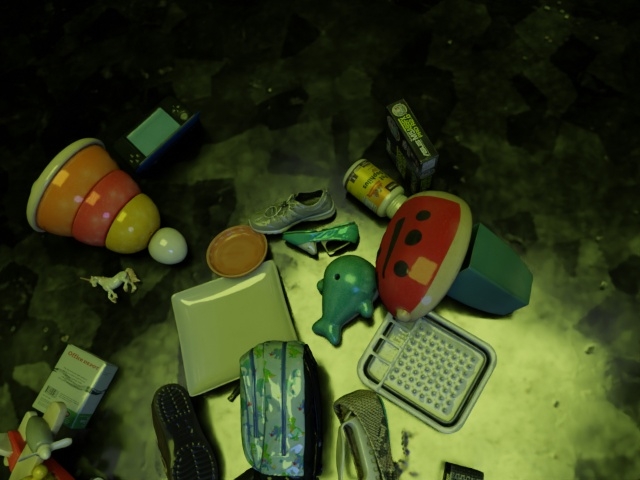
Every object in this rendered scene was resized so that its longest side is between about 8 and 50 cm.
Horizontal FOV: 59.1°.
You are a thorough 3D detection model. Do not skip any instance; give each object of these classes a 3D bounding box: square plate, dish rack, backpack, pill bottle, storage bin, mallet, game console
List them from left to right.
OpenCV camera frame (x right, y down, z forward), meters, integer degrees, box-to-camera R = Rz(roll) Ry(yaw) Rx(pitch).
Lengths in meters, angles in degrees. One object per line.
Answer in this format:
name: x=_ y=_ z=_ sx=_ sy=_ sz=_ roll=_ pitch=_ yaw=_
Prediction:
game console: x=-0.569 y=-0.377 z=1.938 sx=0.250 sy=0.173 sz=0.293 roll=42 pitch=80 yaw=18
square plate: x=-0.260 y=0.262 z=1.717 sx=0.348 sy=0.049 sz=0.343 roll=-20 pitch=60 yaw=0
mallet: x=-0.219 y=0.399 z=1.698 sx=0.190 sy=0.039 sz=0.062 roll=-44 pitch=69 yaw=-4
backpack: x=-0.100 y=0.442 z=1.494 sx=0.274 sy=0.290 sz=0.355 roll=11 pitch=89 yaw=8
pill bottle: x=0.182 y=-0.155 z=1.793 sx=0.215 sy=0.117 sz=0.117 roll=40 pitch=80 yaw=18
dish rack: x=0.302 y=0.358 z=1.624 sx=0.333 sy=0.072 sz=0.285 roll=30 pitch=76 yaw=16
storage bin: x=0.361 y=0.647 z=1.457 sx=0.085 sy=0.180 sz=0.121 roll=11 pitch=73 yaw=12

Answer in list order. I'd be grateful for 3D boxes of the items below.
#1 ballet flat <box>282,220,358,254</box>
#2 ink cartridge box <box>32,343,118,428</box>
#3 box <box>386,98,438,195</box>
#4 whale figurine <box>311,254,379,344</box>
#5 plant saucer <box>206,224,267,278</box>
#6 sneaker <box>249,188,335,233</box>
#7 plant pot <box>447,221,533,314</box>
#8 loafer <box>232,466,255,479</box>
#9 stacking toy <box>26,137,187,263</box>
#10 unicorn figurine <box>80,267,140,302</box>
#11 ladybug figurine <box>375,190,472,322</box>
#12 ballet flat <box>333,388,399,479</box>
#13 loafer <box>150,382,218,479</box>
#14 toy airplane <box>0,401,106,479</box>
ballet flat: x=0.000 y=0.000 z=1.785 sx=0.248 sy=0.083 sz=0.087 roll=-9 pitch=84 yaw=6
ink cartridge box: x=-0.742 y=0.442 z=1.719 sx=0.153 sy=0.087 sz=0.208 roll=23 pitch=76 yaw=15
box: x=0.276 y=-0.272 z=1.742 sx=0.060 sy=0.270 sz=0.216 roll=-26 pitch=70 yaw=-3
whale figurine: x=0.058 y=0.168 z=1.676 sx=0.216 sy=0.141 sz=0.271 roll=29 pitch=88 yaw=35
plant saucer: x=-0.263 y=0.040 z=1.802 sx=0.200 sy=0.037 sz=0.199 roll=-6 pitch=54 yaw=9
sneaker: x=-0.097 y=-0.109 z=1.804 sx=0.282 sy=0.115 sz=0.105 roll=-17 pitch=53 yaw=-3
plant pot: x=0.476 y=0.102 z=1.612 sx=0.234 sy=0.166 sz=0.165 roll=33 pitch=55 yaw=-12
loafer: x=-0.242 y=0.712 z=1.568 sx=0.223 sy=0.078 sz=0.076 roll=-36 pitch=100 yaw=-11
stacking toy: x=-0.642 y=-0.071 z=1.822 sx=0.480 sy=0.350 sz=0.350 roll=33 pitch=77 yaw=-3
unicorn figurine: x=-0.676 y=0.143 z=1.837 sx=0.162 sy=0.060 sz=0.111 roll=-26 pitch=68 yaw=-19
ladybug figurine: x=0.275 y=0.026 z=1.604 sx=0.162 sy=0.305 sz=0.449 roll=35 pitch=52 yaw=-17
ballet flat: x=0.133 y=0.639 z=1.489 sx=0.182 sy=0.164 sz=0.482 roll=-1 pitch=63 yaw=-34
loafer: x=-0.394 y=0.593 z=1.621 sx=0.134 sy=0.130 sz=0.365 roll=-9 pitch=76 yaw=-32
toy airplane: x=-0.818 y=0.658 z=1.553 sx=0.385 sy=0.272 sz=0.385 roll=-15 pitch=83 yaw=23
